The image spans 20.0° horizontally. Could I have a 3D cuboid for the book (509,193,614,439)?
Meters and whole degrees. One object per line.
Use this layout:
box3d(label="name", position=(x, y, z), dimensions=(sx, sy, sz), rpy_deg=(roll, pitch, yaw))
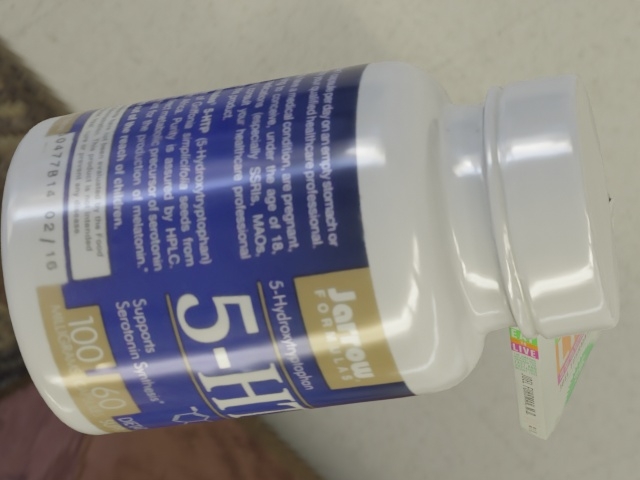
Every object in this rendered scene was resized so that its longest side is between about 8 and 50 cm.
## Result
box3d(label="book", position=(0.138, 0.043, 1.058), dimensions=(0.035, 0.096, 0.144), rpy_deg=(19, 155, 20))

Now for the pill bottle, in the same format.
box3d(label="pill bottle", position=(0.000, 0.000, 0.603), dimensions=(0.187, 0.112, 0.112), rpy_deg=(-9, 126, 14))
